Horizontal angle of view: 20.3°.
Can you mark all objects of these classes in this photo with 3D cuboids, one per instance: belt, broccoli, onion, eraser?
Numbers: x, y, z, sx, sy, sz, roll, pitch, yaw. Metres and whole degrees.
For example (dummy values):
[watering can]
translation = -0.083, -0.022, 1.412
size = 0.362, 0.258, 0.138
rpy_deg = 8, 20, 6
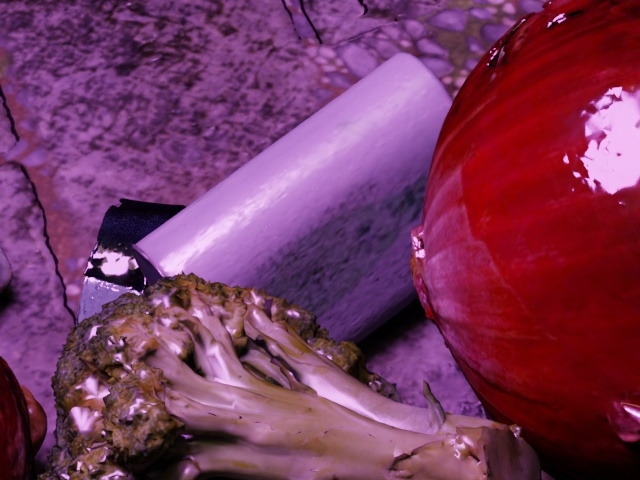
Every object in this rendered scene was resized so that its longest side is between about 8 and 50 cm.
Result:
[belt]
translation = -0.125, 0.036, 1.249
size = 0.058, 0.105, 0.140
rpy_deg = 9, 67, 13
[broccoli]
translation = -0.024, 0.163, 1.013
size = 0.283, 0.321, 0.304
rpy_deg = -8, 82, 23
[onion]
translation = 0.208, 0.012, 1.085
size = 0.341, 0.341, 0.341
rpy_deg = -3, 54, 4
[eraser]
translation = 0.000, 0.000, 1.207
size = 0.227, 0.174, 0.081
rpy_deg = -36, 47, -13

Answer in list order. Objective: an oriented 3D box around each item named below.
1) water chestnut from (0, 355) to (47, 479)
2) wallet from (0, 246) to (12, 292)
[water chestnut]
translation = -0.291, 0.140, 1.123
size = 0.223, 0.238, 0.224
rpy_deg = -12, 72, 42
[wallet]
translation = -0.400, -0.026, 1.343
size = 0.252, 0.083, 0.360
rpy_deg = -32, 57, -10
